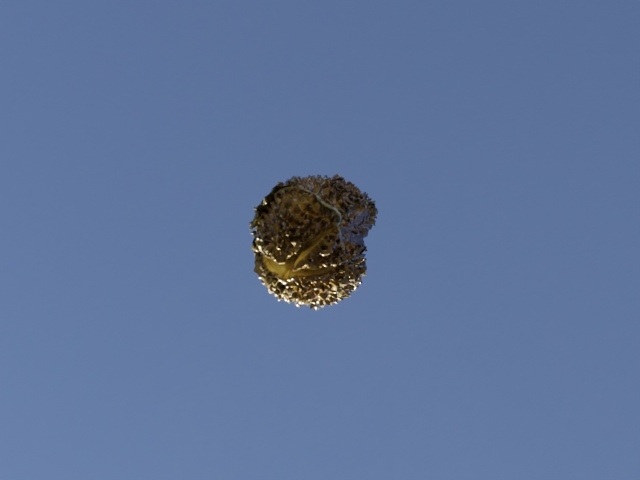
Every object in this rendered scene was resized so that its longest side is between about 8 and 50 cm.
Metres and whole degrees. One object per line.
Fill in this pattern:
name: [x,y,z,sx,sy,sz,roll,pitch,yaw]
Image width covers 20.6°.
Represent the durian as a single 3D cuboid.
durian: [0.000,0.000,1.042,0.080,0.091,0.080,6,-81,44]
